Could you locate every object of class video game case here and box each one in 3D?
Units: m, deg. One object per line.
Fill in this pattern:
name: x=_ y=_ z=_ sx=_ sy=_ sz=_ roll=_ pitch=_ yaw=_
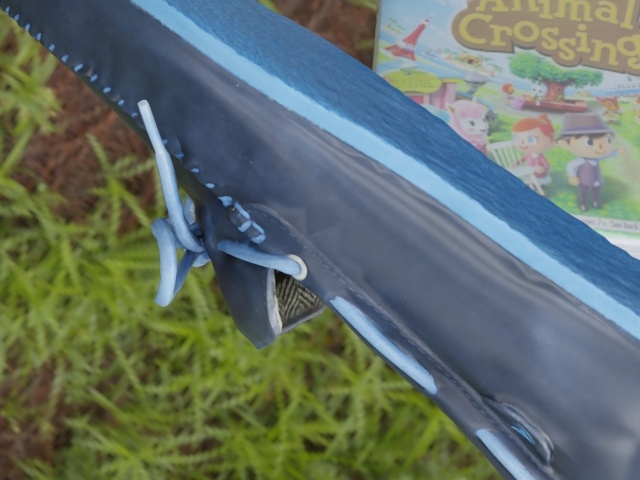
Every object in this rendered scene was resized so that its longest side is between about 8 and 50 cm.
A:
video game case: x=0.131 y=-0.074 z=0.834 sx=0.023 sy=0.212 sz=0.193 roll=96 pitch=-1 yaw=-57

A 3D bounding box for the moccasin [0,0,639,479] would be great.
moccasin: x=0.000 y=0.000 z=0.645 sx=0.117 sy=0.342 sz=0.137 roll=-57 pitch=167 yaw=17
